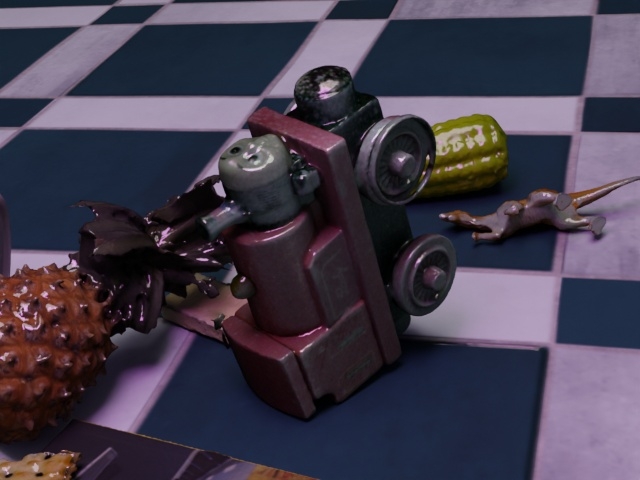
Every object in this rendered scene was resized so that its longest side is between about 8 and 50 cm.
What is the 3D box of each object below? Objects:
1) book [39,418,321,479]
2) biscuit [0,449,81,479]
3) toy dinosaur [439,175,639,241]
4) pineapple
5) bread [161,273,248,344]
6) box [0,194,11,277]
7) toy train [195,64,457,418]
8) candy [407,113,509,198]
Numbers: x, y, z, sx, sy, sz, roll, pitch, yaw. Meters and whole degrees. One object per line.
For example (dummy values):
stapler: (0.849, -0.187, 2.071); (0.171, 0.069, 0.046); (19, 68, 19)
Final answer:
book: (-0.122, 0.260, 0.808); (0.374, 0.028, 0.262); (8, 31, 25)
biscuit: (-0.287, 0.239, 0.835); (0.144, 0.016, 0.203); (-3, 29, 7)
toy dinosaur: (0.263, -0.035, 1.231); (0.212, 0.057, 0.142); (-11, 8, -30)
pineapple: (-0.207, 0.039, 1.036); (0.165, 0.165, 0.364); (21, 49, 40)
bread: (-0.101, 0.078, 1.119); (0.154, 0.028, 0.068); (16, 38, 34)
box: (-0.437, 0.016, 1.069); (0.206, 0.291, 0.262); (3, 71, -8)
toy train: (0.000, 0.000, 0.970); (0.221, 0.304, 0.150); (-37, 39, -26)
candy: (0.130, -0.096, 1.313); (0.209, 0.096, 0.097); (-12, 29, 3)
